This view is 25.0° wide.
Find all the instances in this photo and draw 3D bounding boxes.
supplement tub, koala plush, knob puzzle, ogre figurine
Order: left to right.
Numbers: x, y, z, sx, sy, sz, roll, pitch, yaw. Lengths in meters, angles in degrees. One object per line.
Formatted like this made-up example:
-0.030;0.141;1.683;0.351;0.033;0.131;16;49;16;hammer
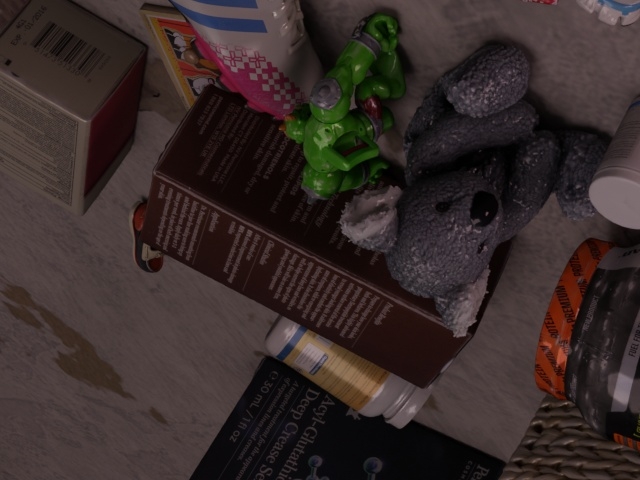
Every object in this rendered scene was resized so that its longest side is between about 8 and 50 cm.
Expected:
-0.096;-0.172;1.577;0.213;0.030;0.213;24;150;15;knob puzzle
0.028;-0.117;1.408;0.097;0.118;0.197;42;140;10;ogre figurine
0.047;0.126;1.775;0.199;0.144;0.144;34;151;-2;supplement tub
0.131;-0.032;1.368;0.196;0.221;0.203;42;150;-17;koala plush
0.287;-0.071;1.271;0.071;0.107;0.071;25;151;15;supplement tub
0.389;0.123;1.367;0.338;0.207;0.207;19;149;23;supplement tub

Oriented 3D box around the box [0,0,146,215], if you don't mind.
-0.305;-0.159;1.704;0.148;0.127;0.232;30;152;3;box

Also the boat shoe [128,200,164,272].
-0.227;0.001;1.959;0.043;0.049;0.137;20;144;17;boat shoe

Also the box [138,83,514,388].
0.000;0.000;1.607;0.381;0.143;0.191;29;154;0;box

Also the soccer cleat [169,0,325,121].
-0.067;-0.235;1.369;0.143;0.116;0.331;-27;133;24;soccer cleat

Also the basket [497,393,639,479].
0.401;0.355;1.652;0.331;0.266;0.328;-4;135;46;basket

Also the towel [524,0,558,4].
0.074;-0.303;1.124;0.274;0.031;0.199;17;117;25;towel

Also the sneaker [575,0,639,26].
0.191;-0.254;1.143;0.190;0.071;0.083;30;138;-1;sneaker

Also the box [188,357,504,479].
0.024;0.402;2.070;0.395;0.294;0.212;22;150;17;box
